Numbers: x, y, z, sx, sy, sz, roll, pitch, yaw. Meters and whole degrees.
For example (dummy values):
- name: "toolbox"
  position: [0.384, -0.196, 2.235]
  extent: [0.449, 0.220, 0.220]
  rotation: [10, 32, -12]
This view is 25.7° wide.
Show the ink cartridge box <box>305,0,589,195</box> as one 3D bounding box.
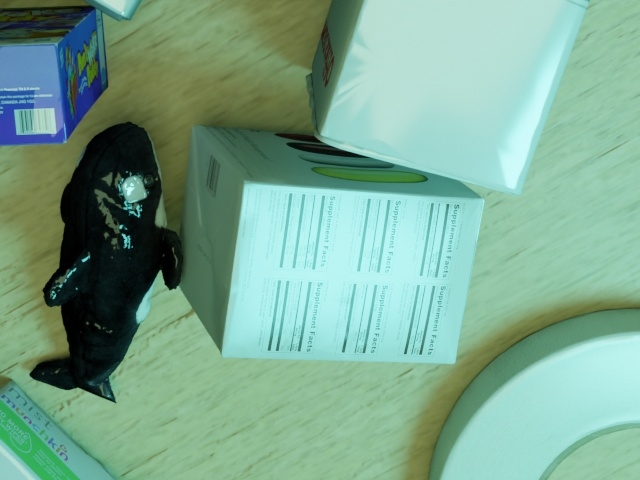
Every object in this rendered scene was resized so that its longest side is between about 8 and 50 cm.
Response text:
- name: "ink cartridge box"
  position: [0.124, -0.267, 1.082]
  extent: [0.166, 0.285, 0.395]
  rotation: [16, 106, -6]

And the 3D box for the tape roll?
- name: "tape roll"
  position: [0.295, 0.256, 1.354]
  extent: [0.392, 0.072, 0.392]
  rotation: [0, 107, -1]

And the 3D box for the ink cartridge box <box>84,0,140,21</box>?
- name: "ink cartridge box"
  position: [-0.173, -0.311, 1.150]
  extent: [0.160, 0.092, 0.219]
  rotation: [30, 93, -9]

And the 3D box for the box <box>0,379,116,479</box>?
- name: "box"
  position: [-0.290, 0.309, 1.322]
  extent: [0.231, 0.127, 0.262]
  rotation: [-43, 93, 12]

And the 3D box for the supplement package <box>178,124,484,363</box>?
- name: "supplement package"
  position: [0.000, 0.000, 1.187]
  extent: [0.203, 0.194, 0.149]
  rotation: [3, 107, -19]

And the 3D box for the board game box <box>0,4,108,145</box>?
- name: "board game box"
  position: [-0.364, -0.134, 1.145]
  extent: [0.347, 0.233, 0.078]
  rotation: [-2, 106, 0]

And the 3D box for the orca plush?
- name: "orca plush"
  position: [-0.219, 0.033, 1.242]
  extent: [0.151, 0.102, 0.287]
  rotation: [46, 130, 20]
